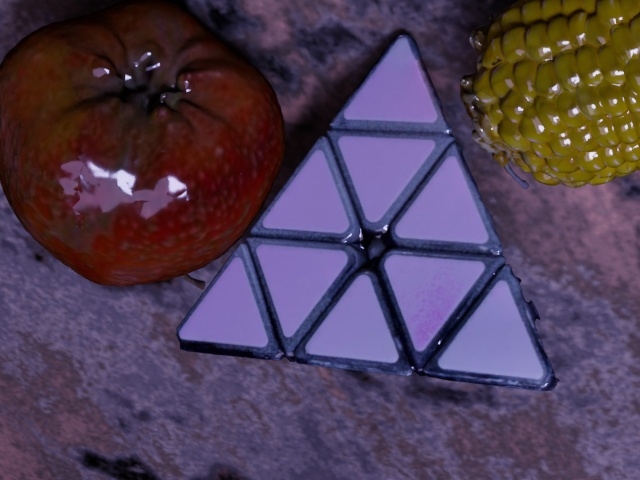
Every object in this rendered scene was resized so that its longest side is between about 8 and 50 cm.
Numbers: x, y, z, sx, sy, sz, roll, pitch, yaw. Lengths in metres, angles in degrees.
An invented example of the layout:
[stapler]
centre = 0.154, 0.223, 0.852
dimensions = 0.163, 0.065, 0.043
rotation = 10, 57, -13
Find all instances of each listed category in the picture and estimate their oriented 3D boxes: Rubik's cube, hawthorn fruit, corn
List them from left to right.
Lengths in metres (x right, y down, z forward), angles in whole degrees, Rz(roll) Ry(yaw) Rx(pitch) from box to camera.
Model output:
[hawthorn fruit]
centre = -0.109, -0.036, 0.814
dimensions = 0.162, 0.163, 0.203
rotation = 24, 147, -1
[Rubik's cube]
centre = 0.000, 0.000, 0.779
dimensions = 0.178, 0.211, 0.190
rotation = -16, 93, -5
[corn]
centre = 0.208, -0.099, 0.650
dimensions = 0.305, 0.106, 0.106
rotation = -14, 124, 30
